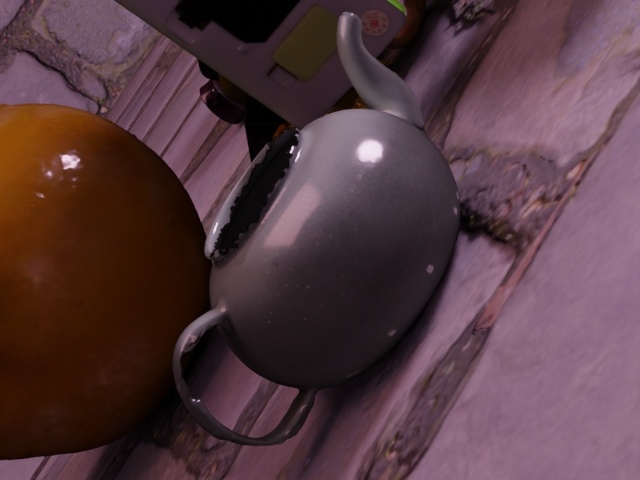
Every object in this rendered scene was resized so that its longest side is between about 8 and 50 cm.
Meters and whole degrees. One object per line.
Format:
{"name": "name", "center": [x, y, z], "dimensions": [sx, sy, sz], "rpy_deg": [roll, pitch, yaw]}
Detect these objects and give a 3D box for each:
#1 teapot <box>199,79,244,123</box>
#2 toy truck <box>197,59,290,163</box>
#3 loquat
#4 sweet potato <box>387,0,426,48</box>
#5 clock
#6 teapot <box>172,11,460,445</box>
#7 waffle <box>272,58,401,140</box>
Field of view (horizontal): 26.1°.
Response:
{"name": "teapot", "center": [-0.114, -0.183, 1.747], "dimensions": [0.045, 0.068, 0.100], "rpy_deg": [-45, -15, 25]}
{"name": "toy truck", "center": [-0.028, -0.167, 1.333], "dimensions": [0.224, 0.147, 0.165], "rpy_deg": [-79, -14, -60]}
{"name": "loquat", "center": [-0.257, 0.038, 1.264], "dimensions": [0.328, 0.328, 0.328], "rpy_deg": [-50, 17, 21]}
{"name": "sweet potato", "center": [0.068, -0.222, 1.285], "dimensions": [0.060, 0.068, 0.206], "rpy_deg": [-27, 16, 11]}
{"name": "clock", "center": [-0.044, -0.280, 1.154], "dimensions": [0.166, 0.235, 0.309], "rpy_deg": [-46, 20, 31]}
{"name": "teapot", "center": [0.000, 0.000, 0.909], "dimensions": [0.294, 0.129, 0.193], "rpy_deg": [-61, 15, -18]}
{"name": "waffle", "center": [0.003, -0.061, 1.147], "dimensions": [0.193, 0.070, 0.197], "rpy_deg": [-59, 18, -14]}
